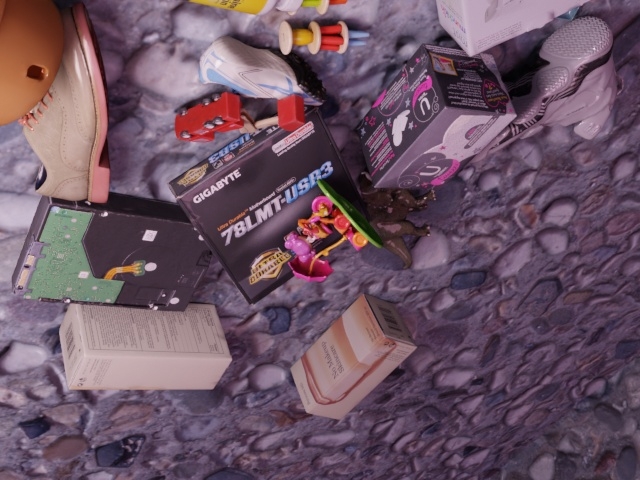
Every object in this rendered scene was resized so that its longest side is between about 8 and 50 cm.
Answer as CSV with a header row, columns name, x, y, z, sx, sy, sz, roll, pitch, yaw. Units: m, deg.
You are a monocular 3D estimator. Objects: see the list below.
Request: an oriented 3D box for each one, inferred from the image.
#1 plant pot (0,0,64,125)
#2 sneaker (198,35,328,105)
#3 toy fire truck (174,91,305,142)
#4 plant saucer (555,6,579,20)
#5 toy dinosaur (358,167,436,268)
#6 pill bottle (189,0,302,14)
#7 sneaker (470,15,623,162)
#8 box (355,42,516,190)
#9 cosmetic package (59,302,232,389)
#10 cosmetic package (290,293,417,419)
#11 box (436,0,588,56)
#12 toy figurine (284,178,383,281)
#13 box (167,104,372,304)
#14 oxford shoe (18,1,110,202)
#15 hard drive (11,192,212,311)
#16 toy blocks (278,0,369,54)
name,x,y,z,sx,sy,sz,roll,pitch,yaw
plant pot,-0.452,-0.262,0.894,0.290,0.291,0.203,-38,160,12
sneaker,-0.092,-0.267,1.225,0.237,0.085,0.086,11,145,-37
toy fire truck,-0.134,-0.200,1.230,0.192,0.047,0.135,-13,167,42
plant saucer,0.472,-0.489,1.339,0.067,0.018,0.192,-1,132,-28
toy dinosaur,0.152,-0.064,1.562,0.160,0.121,0.314,-7,142,-5
pill bottle,-0.116,-0.382,1.067,0.184,0.103,0.103,2,132,-30
sneaker,0.440,-0.251,1.476,0.366,0.137,0.210,-41,135,11
box,0.201,-0.209,1.335,0.163,0.142,0.247,1,152,-28
cosmetic package,-0.355,0.211,1.519,0.309,0.160,0.113,9,129,-34
cosmetic package,0.077,0.289,1.840,0.129,0.153,0.296,21,119,-40
box,0.318,-0.463,1.197,0.261,0.127,0.231,-27,140,-1
toy figurine,0.000,0.000,1.361,0.159,0.130,0.173,-42,110,11
box,-0.083,-0.067,1.377,0.295,0.073,0.293,-34,131,-7
oxford shoe,-0.385,-0.188,1.115,0.130,0.123,0.348,-4,134,-18
hard drive,-0.370,0.024,1.386,0.338,0.064,0.237,7,129,-35
toy blocks,0.015,-0.358,1.199,0.148,0.054,0.123,-7,136,-22
